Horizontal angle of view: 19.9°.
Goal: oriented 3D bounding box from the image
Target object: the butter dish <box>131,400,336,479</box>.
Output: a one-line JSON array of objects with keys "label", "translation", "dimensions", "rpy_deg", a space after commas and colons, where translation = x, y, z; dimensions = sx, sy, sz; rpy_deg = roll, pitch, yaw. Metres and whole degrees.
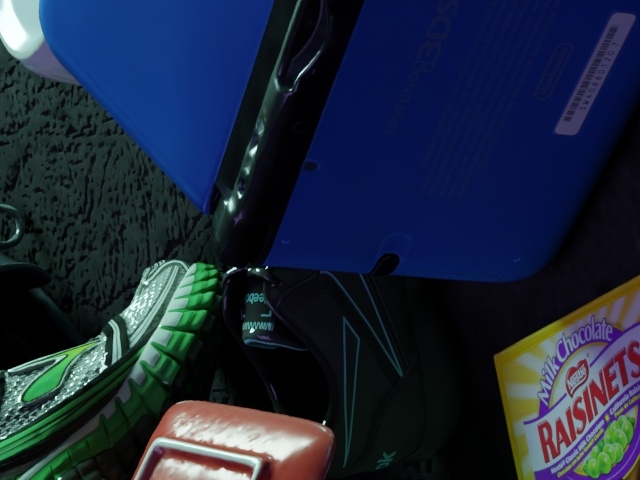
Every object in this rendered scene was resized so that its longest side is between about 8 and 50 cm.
[{"label": "butter dish", "translation": [-0.038, 0.178, 0.945], "dimensions": [0.160, 0.118, 0.160], "rpy_deg": [2, 61, 52]}]

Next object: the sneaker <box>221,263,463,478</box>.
[{"label": "sneaker", "translation": [0.000, 0.000, 0.988], "dimensions": [0.101, 0.106, 0.267], "rpy_deg": [-15, 91, 56]}]

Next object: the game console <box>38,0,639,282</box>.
[{"label": "game console", "translation": [0.021, -0.141, 0.839], "dimensions": [0.293, 0.250, 0.173], "rpy_deg": [112, 155, -42]}]

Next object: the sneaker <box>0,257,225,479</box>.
[{"label": "sneaker", "translation": [-0.158, 0.104, 1.068], "dimensions": [0.146, 0.343, 0.134], "rpy_deg": [23, 125, 11]}]

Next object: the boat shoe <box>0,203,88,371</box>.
[{"label": "boat shoe", "translation": [-0.277, 0.056, 1.332], "dimensions": [0.500, 0.187, 0.156], "rpy_deg": [47, 133, 24]}]

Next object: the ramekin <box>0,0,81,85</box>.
[{"label": "ramekin", "translation": [-0.113, -0.181, 1.017], "dimensions": [0.207, 0.109, 0.207], "rpy_deg": [-2, 88, 63]}]

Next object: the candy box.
[{"label": "candy box", "translation": [0.147, 0.075, 0.847], "dimensions": [0.206, 0.027, 0.105], "rpy_deg": [140, 125, -59]}]
